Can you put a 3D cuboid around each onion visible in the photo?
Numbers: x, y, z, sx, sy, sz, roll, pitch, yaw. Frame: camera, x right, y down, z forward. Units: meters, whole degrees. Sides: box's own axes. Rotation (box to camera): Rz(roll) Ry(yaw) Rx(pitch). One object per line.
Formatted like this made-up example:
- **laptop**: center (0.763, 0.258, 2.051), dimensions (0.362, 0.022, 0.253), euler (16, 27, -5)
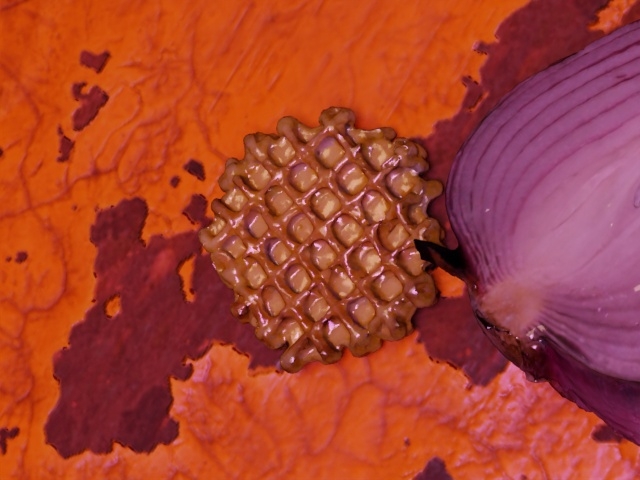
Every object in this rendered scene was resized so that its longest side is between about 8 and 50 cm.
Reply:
- **onion**: center (0.254, -0.029, 0.957), dimensions (0.348, 0.159, 0.267), euler (-40, 49, 3)

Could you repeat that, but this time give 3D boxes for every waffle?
- **waffle**: center (0.003, -0.004, 1.127), dimensions (0.191, 0.038, 0.191), euler (-4, 81, 23)
